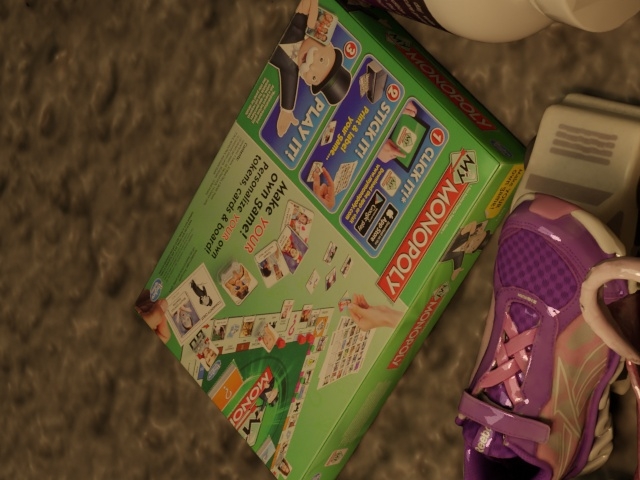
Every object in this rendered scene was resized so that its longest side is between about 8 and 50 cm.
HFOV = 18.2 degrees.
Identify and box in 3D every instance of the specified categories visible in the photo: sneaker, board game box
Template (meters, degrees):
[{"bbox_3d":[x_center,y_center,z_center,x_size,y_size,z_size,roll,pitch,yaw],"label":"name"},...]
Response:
[{"bbox_3d":[0.129,0.080,1.225,0.095,0.104,0.236,30,139,31],"label":"sneaker"},{"bbox_3d":[0.000,0.000,1.446,0.213,0.046,0.317,47,122,27],"label":"board game box"}]

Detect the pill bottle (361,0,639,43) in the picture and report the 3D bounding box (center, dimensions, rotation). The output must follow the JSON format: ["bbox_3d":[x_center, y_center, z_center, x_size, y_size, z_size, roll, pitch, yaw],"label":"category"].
[{"bbox_3d":[0.064,-0.234,1.274,0.323,0.181,0.182,25,111,38],"label":"pill bottle"}]

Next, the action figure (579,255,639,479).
[{"bbox_3d":[0.210,0.213,1.141,0.248,0.275,0.370,36,103,28],"label":"action figure"}]

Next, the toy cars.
[{"bbox_3d":[0.217,-0.058,1.215,0.394,0.087,0.176,-47,64,35],"label":"toy cars"}]
